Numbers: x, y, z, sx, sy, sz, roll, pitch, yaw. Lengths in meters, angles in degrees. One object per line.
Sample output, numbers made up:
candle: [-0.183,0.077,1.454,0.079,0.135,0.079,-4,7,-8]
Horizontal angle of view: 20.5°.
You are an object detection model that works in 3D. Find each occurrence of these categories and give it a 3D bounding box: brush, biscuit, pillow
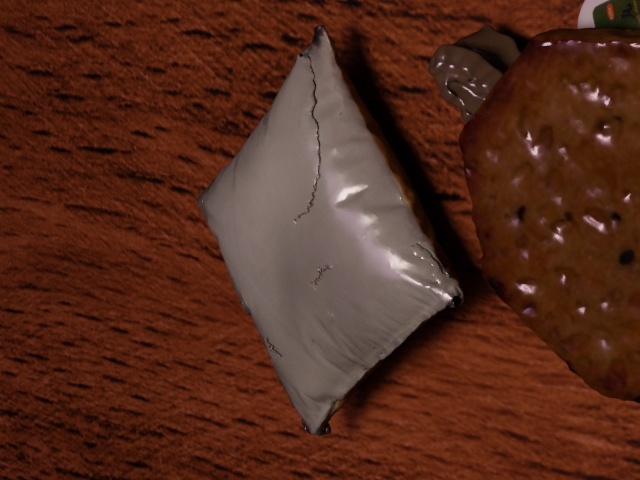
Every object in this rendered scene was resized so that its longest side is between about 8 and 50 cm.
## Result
brush: [0.212,-0.067,1.535,0.301,0.084,0.071,48,136,19]
biscuit: [0.265,-0.014,1.432,0.359,0.046,0.359,21,128,30]
pillow: [0.000,0.000,1.775,0.312,0.119,0.310,61,143,18]

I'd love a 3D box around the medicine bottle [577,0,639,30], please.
medicine bottle: [0.276,-0.168,1.414,0.219,0.078,0.115,-23,93,51]
